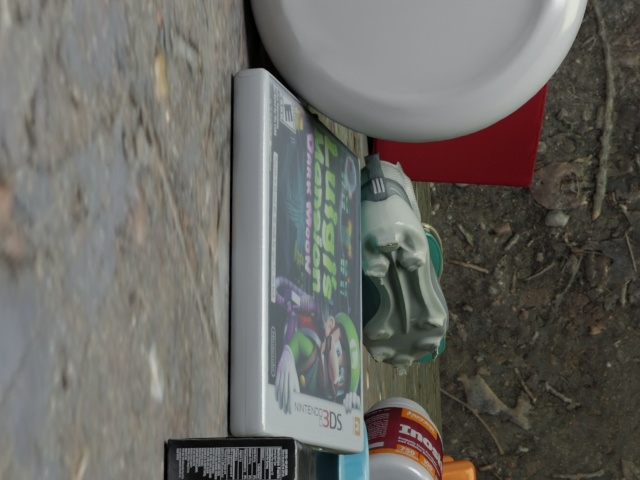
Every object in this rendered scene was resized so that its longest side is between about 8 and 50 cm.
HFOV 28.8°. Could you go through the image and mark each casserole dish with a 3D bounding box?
[{"bbox_3d":[0.009,0.171,0.863,0.188,0.037,0.114,64,26,-71],"label":"casserole dish"}]

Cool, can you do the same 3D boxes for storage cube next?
[{"bbox_3d":[0.155,-0.194,1.437,0.183,0.215,0.193,-85,176,-46],"label":"storage cube"}]

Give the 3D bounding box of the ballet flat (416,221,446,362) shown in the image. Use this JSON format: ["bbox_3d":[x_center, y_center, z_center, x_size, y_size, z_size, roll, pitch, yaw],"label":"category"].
[{"bbox_3d":[0.103,0.050,1.510,0.248,0.086,0.086,82,9,-46],"label":"ballet flat"}]

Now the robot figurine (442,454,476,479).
[{"bbox_3d":[0.139,0.364,1.447,0.128,0.158,0.219,-4,92,-66],"label":"robot figurine"}]

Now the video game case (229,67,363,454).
[{"bbox_3d":[-0.009,0.021,0.704,0.173,0.022,0.190,34,53,-68],"label":"video game case"}]

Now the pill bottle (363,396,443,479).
[{"bbox_3d":[0.061,0.191,1.058,0.152,0.086,0.086,-69,156,-73],"label":"pill bottle"}]

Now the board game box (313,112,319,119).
[{"bbox_3d":[0.000,0.000,0.875,0.186,0.026,0.126,59,30,-75],"label":"board game box"}]

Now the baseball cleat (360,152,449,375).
[{"bbox_3d":[0.057,0.013,0.940,0.206,0.072,0.109,84,1,-56],"label":"baseball cleat"}]

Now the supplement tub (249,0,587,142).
[{"bbox_3d":[0.067,-0.159,0.798,0.272,0.191,0.191,-36,123,-81],"label":"supplement tub"}]

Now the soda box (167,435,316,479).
[{"bbox_3d":[-0.031,0.164,0.494,0.060,0.053,0.169,61,28,-74],"label":"soda box"}]
